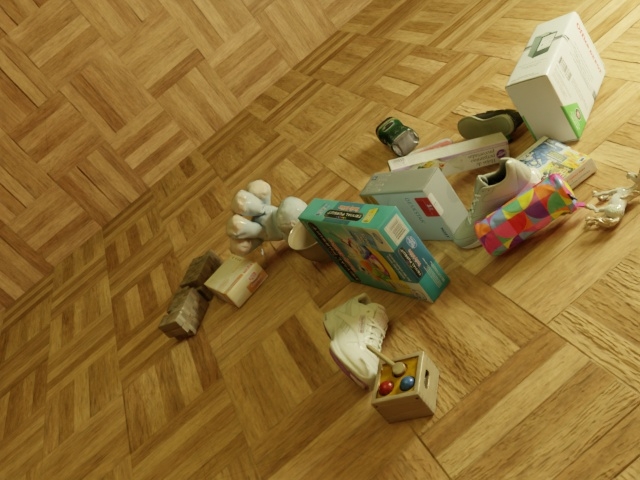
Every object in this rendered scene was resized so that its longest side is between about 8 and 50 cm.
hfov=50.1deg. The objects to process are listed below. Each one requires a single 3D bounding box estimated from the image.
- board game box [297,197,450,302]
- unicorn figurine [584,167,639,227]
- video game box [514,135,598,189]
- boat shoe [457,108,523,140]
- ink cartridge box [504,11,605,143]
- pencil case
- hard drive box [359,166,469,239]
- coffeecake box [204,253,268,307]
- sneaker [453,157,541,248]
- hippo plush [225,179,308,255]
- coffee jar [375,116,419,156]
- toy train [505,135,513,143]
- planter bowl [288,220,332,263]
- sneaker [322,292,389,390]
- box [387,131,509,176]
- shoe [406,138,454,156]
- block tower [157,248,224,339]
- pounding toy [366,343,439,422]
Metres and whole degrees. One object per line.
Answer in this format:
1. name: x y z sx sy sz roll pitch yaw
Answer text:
1. board game box: 0.124 0.019 1.695 0.079 0.254 0.336 -50 29 -18
2. unicorn figurine: 0.630 -0.089 1.461 0.111 0.060 0.162 0 63 50
3. video game box: 0.539 -0.161 1.680 0.187 0.048 0.205 -41 27 3
4. boat shoe: 0.488 -0.333 1.970 0.068 0.081 0.227 -29 19 -23
5. ink cartridge box: 0.621 -0.420 1.791 0.121 0.211 0.289 -9 39 46
6. pencil case: 0.465 -0.055 1.543 0.236 0.104 0.104 -33 28 23
7. hard drive box: 0.245 -0.092 1.791 0.232 0.181 0.089 -1 46 51
8. coffeecake box: -0.275 0.128 2.218 0.142 0.068 0.185 -48 29 -17
9. sneaker: 0.391 -0.096 1.632 0.262 0.121 0.099 -50 27 24
10. hippo plush: -0.140 -0.031 2.160 0.236 0.294 0.234 14 55 30
11. coffee jar: 0.251 -0.347 2.271 0.096 0.079 0.184 -40 28 5
12. toy train: 0.500 -0.263 1.911 0.083 0.017 0.024 -38 38 3
13. planter bowl: 0.000 0.000 2.026 0.162 0.109 0.162 -26 34 19
14. sneaker: 0.094 0.219 1.583 0.152 0.114 0.305 -37 28 7
15. box: 0.347 -0.218 1.865 0.323 0.063 0.067 -14 32 3
16. shoe: 0.320 -0.240 2.043 0.178 0.063 0.081 -26 25 15
17. block tower: -0.425 0.183 2.296 0.097 0.091 0.335 -19 33 32
18. pounding toy: 0.163 0.285 1.417 0.130 0.100 0.141 -21 33 31
